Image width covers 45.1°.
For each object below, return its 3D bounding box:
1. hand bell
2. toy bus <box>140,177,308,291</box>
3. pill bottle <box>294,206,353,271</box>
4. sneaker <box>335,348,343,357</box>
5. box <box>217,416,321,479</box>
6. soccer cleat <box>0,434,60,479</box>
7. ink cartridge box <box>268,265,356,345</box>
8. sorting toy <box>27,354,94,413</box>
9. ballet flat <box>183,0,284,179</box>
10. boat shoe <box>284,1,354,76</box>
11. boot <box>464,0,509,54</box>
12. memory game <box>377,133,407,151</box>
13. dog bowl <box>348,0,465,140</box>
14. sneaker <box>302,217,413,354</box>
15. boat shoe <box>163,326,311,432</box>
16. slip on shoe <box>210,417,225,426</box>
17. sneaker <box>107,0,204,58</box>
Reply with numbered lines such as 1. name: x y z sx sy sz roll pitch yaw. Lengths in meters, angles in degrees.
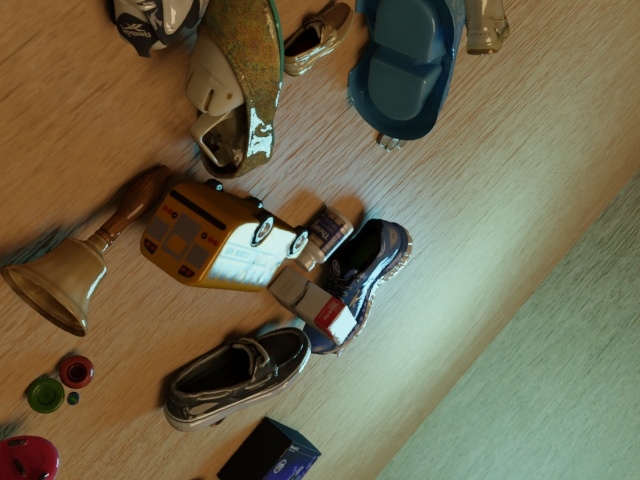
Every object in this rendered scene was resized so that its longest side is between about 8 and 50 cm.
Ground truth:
1. hand bell: -0.270 -0.011 0.979 0.242 0.126 0.126 -54 158 -27
2. toy bus: -0.125 0.000 1.132 0.130 0.108 0.332 -59 165 3
3. pill bottle: 0.000 0.000 1.451 0.120 0.067 0.067 -47 154 -12
4. sneaker: 0.028 0.251 1.845 0.118 0.042 0.067 -7 126 -59
5. box: -0.120 0.557 1.923 0.184 0.103 0.261 -52 155 -7
6. soccer cleat: -0.514 0.397 1.073 0.331 0.116 0.143 -37 166 -26
7. ink cartridge box: -0.015 0.126 1.491 0.063 0.150 0.109 -52 155 -11
8. sorting toy: -0.374 0.213 1.125 0.102 0.061 0.042 -37 -175 -16
9. ballet flat: -0.112 -0.176 0.943 0.123 0.123 0.348 -43 167 -19
10. boat shoe: -0.003 -0.291 1.095 0.135 0.050 0.045 -49 160 -9
11. boot: 0.292 -0.435 1.364 0.213 0.077 0.165 -63 149 -55
12. memory game: 0.171 -0.252 1.482 0.186 0.012 0.186 -40 152 -26
13. dog bowl: 0.138 -0.297 1.210 0.074 0.166 0.297 -49 157 -35
14. sneaker: 0.050 0.087 1.615 0.147 0.129 0.330 30 94 -50
15. boat shoe: -0.141 0.245 1.461 0.335 0.121 0.119 -29 150 -37
16. slip on shoe: -0.190 0.332 1.589 0.135 0.051 0.041 -45 -166 -33
17. sneaker: -0.195 -0.253 0.771 0.235 0.094 0.153 -34 142 -54
